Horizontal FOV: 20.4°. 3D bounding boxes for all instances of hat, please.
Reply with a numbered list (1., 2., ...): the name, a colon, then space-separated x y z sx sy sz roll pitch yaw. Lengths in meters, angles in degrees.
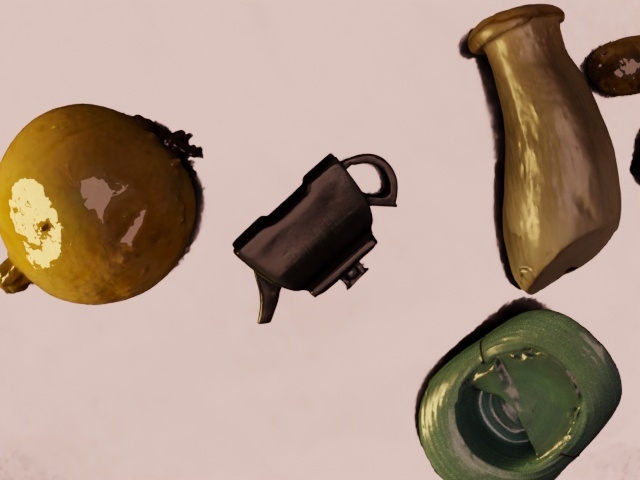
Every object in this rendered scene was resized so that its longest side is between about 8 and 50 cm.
1. hat: 0.178 0.141 1.548 0.191 0.078 0.138 -41 84 19

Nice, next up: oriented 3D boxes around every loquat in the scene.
1. loquat: -0.196 -0.025 1.496 0.204 0.149 0.172 -43 97 12

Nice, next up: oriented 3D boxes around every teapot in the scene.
1. teapot: 0.000 0.000 1.533 0.177 0.087 0.096 -43 97 1

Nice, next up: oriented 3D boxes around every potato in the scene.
1. potato: 0.274 -0.153 1.552 0.083 0.040 0.051 -12 98 1

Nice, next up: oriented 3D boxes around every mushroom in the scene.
1. mushroom: 0.199 -0.080 1.529 0.096 0.108 0.247 -15 96 -41
